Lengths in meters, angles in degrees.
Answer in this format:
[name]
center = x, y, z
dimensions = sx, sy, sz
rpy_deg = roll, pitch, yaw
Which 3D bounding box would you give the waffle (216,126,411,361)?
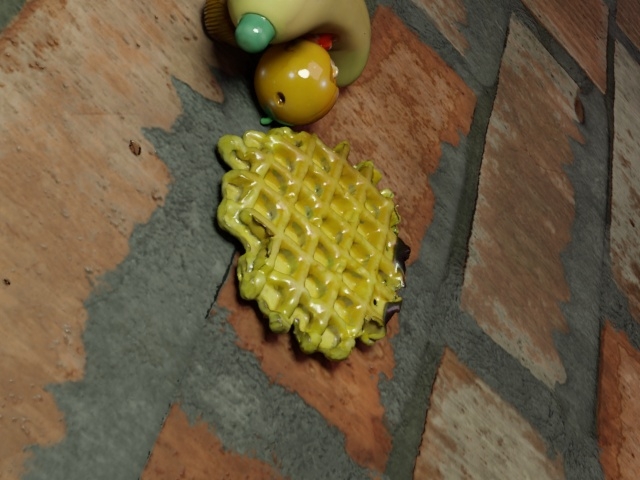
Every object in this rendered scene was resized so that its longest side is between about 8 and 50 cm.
[waffle]
center = 0.002, -0.002, 1.205
dimensions = 0.307, 0.060, 0.311
rpy_deg = 9, 59, -42

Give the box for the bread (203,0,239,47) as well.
[bread]
center = -0.112, -0.282, 1.266
dimensions = 0.085, 0.053, 0.085
rpy_deg = 6, 82, -52

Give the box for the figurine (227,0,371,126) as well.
[figurine]
center = -0.019, -0.250, 1.250
dimensions = 0.324, 0.124, 0.222
rpy_deg = 35, 65, -69
